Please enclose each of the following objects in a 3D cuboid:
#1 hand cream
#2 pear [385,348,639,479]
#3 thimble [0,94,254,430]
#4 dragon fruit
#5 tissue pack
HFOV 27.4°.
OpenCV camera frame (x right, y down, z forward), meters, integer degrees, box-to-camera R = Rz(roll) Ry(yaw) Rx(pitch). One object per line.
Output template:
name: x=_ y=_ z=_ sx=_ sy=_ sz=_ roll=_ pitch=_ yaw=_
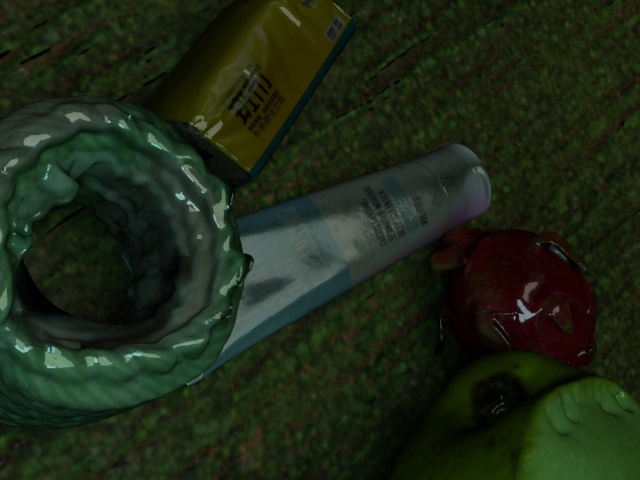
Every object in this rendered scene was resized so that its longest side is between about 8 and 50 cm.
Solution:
hand cream: x=0.000 y=0.000 z=1.039 sx=0.312 sy=0.070 sz=0.111 roll=-26 pitch=86 yaw=-32
pear: x=0.148 y=0.238 z=0.962 sx=0.342 sy=0.238 sz=0.318 roll=9 pitch=69 yaw=-50
thimble: x=-0.163 y=0.017 z=0.865 sx=0.219 sy=0.150 sz=0.219 roll=9 pitch=71 yaw=-27
dragon fruit: x=0.162 y=0.049 z=1.094 sx=0.136 sy=0.133 sz=0.166 roll=-14 pitch=56 yaw=-40
tissue pack: x=-0.065 y=-0.114 z=0.992 sx=0.082 sy=0.120 sz=0.169 roll=43 pitch=59 yaw=-19
